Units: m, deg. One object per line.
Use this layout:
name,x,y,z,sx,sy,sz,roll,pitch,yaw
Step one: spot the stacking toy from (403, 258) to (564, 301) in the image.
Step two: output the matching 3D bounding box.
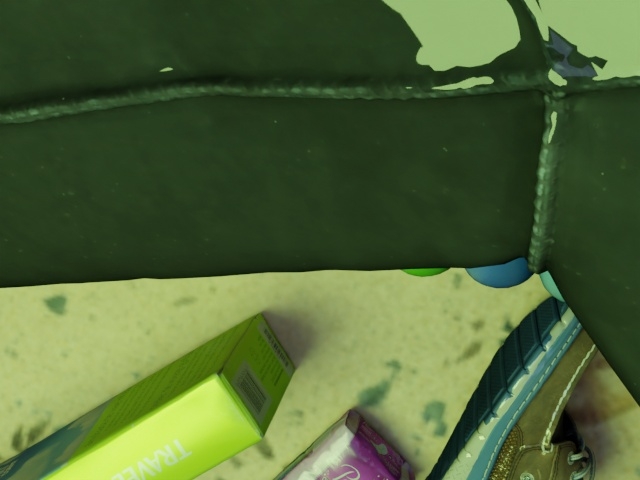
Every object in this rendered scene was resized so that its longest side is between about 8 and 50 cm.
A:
stacking toy,0.042,-0.042,0.689,0.330,0.141,0.141,5,102,13

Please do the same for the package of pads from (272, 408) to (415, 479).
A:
package of pads,0.003,0.131,0.771,0.083,0.032,0.050,-44,95,14

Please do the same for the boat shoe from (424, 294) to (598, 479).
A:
boat shoe,0.097,0.107,0.741,0.066,0.066,0.183,27,114,-3

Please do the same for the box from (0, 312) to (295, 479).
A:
box,-0.102,0.106,0.742,0.178,0.109,0.042,-31,97,13

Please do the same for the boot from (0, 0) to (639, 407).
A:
boot,0.000,-0.002,0.570,0.445,0.146,0.367,-3,118,24
